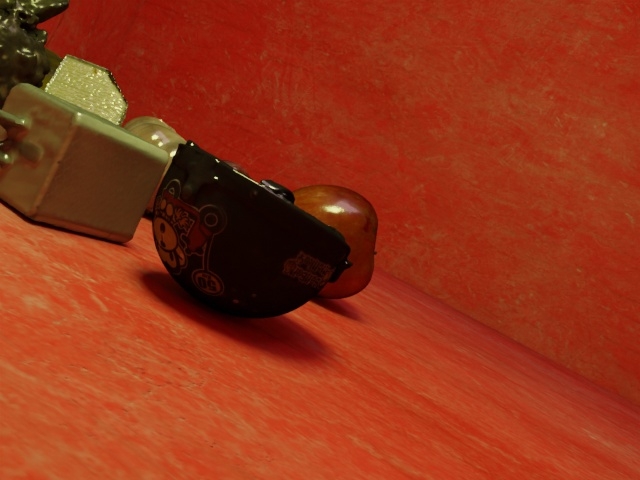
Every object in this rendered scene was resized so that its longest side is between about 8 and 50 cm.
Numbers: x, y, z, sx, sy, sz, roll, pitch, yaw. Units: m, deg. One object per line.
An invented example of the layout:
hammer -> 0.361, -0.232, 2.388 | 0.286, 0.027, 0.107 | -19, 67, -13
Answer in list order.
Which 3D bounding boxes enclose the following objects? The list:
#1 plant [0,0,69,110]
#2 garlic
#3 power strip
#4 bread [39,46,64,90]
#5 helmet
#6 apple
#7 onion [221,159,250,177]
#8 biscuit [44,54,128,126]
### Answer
plant -> -0.547, -0.322, 1.088 | 0.213, 0.312, 0.215 | 34, 5, 43
garlic -> -0.288, -0.120, 1.270 | 0.228, 0.152, 0.228 | 44, 1, -1
power strip -> -0.324, -0.100, 0.839 | 0.140, 0.139, 0.224 | 29, 4, 29
bread -> -0.714, -0.373, 1.585 | 0.251, 0.208, 0.376 | 36, 5, 41
helmet -> -0.093, 0.009, 0.819 | 0.230, 0.160, 0.279 | 29, -8, 32
apple -> 0.000, 0.000, 1.282 | 0.230, 0.230, 0.230 | 27, 3, -2
onion -> -0.218, -0.101, 1.637 | 0.159, 0.159, 0.195 | 30, -7, 41
biscuit -> -0.429, -0.215, 1.200 | 0.147, 0.250, 0.046 | 19, -36, -11
